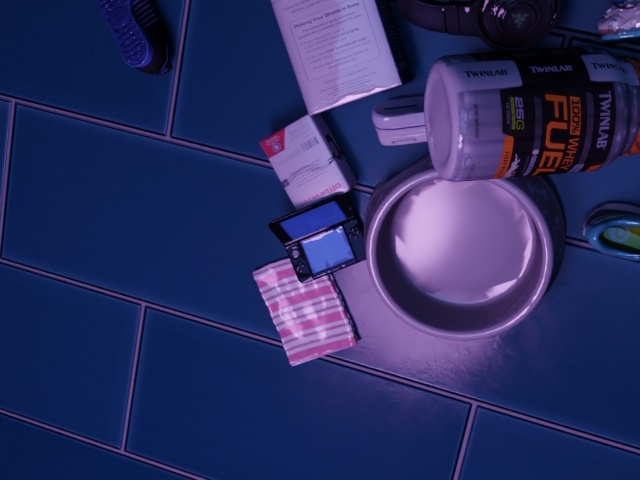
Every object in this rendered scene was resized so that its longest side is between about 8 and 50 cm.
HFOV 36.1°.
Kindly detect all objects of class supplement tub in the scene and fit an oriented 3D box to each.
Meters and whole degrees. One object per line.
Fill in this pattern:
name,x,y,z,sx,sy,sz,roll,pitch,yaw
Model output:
supplement tub,0.331,-0.195,1.497,0.316,0.193,0.193,-6,102,-7

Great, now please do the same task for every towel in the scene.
towel,-0.029,0.124,1.815,0.144,0.029,0.197,-21,96,20

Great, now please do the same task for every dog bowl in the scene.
dog bowl,0.234,0.011,1.646,0.349,0.102,0.348,4,111,11

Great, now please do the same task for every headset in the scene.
headset,0.301,-0.409,1.453,0.394,0.243,0.185,7,135,21

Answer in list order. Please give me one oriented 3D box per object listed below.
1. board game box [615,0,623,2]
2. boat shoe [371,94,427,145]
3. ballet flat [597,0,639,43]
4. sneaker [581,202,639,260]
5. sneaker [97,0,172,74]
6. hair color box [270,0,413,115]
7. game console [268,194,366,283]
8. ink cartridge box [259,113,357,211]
board game box,0.481,-0.453,1.516,0.133,0.033,0.168,-1,102,7
boat shoe,0.202,-0.205,1.649,0.226,0.083,0.075,-2,133,13
ballet flat,0.617,-0.367,1.448,0.409,0.147,0.146,-2,102,11
sneaker,0.556,0.010,1.561,0.275,0.110,0.107,7,105,15
sneaker,-0.333,-0.400,1.768,0.081,0.090,0.232,-25,73,22
hair color box,0.016,-0.401,1.636,0.174,0.105,0.347,-16,98,20
game console,0.000,0.000,1.733,0.144,0.085,0.124,-22,88,11
ink cartridge box,-0.019,-0.136,1.732,0.109,0.063,0.150,-27,94,21
